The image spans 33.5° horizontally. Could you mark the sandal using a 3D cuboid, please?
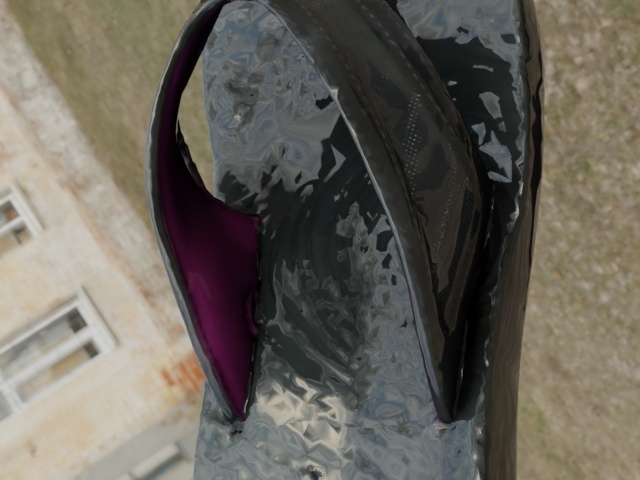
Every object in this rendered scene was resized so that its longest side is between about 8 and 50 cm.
[{"bbox_3d":[0.002,0.001,0.420,0.107,0.168,0.445,30,-128,-53],"label":"sandal"}]
